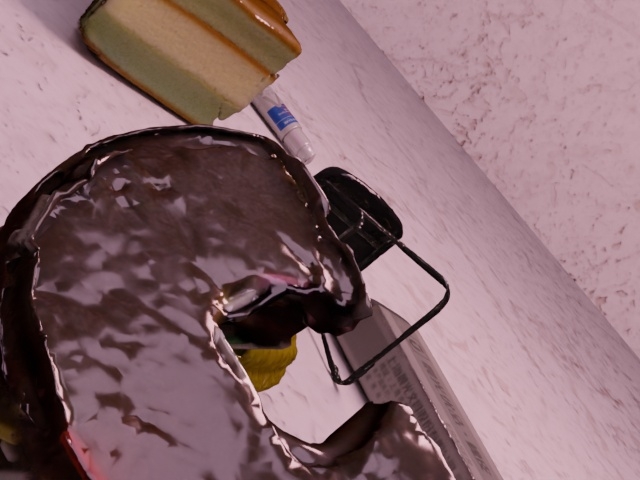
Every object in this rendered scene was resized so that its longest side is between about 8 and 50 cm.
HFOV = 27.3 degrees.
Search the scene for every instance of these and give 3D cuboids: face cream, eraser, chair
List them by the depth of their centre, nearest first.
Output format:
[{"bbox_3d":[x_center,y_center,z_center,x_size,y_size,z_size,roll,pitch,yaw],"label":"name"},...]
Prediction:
[{"bbox_3d":[0.000,0.000,1.252,0.140,0.145,0.221,39,16,-35],"label":"chair"},{"bbox_3d":[0.100,0.173,1.261,0.089,0.061,0.352,33,22,-46],"label":"eraser"},{"bbox_3d":[-0.049,-0.153,1.724,0.130,0.034,0.034,54,15,17],"label":"face cream"}]

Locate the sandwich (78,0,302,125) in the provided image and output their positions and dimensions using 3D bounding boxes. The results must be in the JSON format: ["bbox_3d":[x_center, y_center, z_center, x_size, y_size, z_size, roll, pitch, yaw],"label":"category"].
[{"bbox_3d":[-0.133,-0.222,1.409,0.198,0.155,0.227,44,15,-16],"label":"sandwich"}]

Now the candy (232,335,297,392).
[{"bbox_3d":[-0.068,0.073,0.963,0.106,0.094,0.199,15,-4,18],"label":"candy"}]

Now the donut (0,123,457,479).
[{"bbox_3d":[-0.064,0.099,0.720,0.259,0.136,0.345,-15,64,-43],"label":"donut"}]
